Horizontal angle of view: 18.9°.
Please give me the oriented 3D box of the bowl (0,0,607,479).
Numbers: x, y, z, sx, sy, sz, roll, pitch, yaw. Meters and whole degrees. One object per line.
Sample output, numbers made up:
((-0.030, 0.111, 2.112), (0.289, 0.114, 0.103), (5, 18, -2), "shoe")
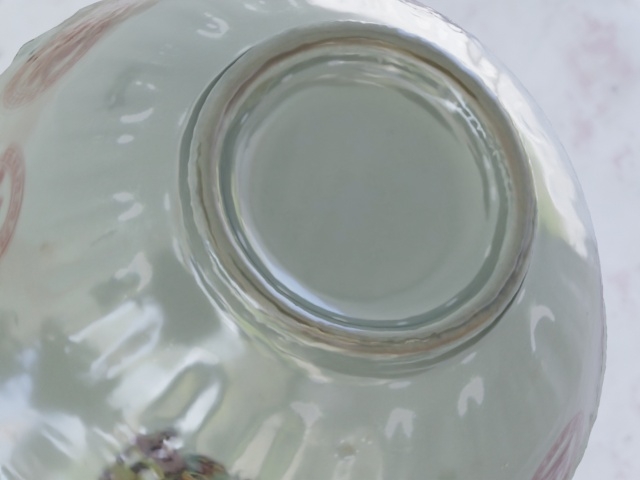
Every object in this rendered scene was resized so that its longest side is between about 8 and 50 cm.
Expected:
((0.000, 0.000, 0.846), (0.337, 0.337, 0.157), (-44, -2, -25), "bowl")
